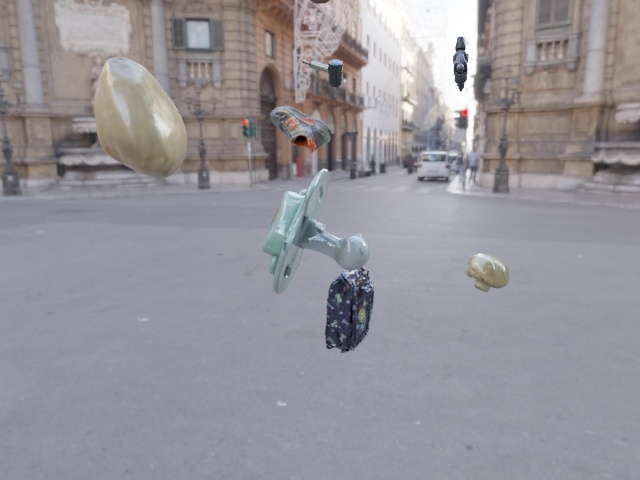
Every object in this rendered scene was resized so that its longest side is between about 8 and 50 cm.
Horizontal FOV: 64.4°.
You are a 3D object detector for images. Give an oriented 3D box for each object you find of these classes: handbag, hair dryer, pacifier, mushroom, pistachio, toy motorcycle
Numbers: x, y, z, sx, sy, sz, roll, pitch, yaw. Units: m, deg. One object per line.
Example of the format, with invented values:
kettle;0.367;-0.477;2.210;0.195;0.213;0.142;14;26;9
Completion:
handbag;0.091;0.208;1.523;0.113;0.260;0.162;10;16;24
hair dryer;0.004;-0.709;2.097;0.197;0.100;0.057;27;49;22
pacifier;0.000;0.000;1.316;0.269;0.343;0.288;24;-8;7
mushroom;0.522;0.102;1.588;0.148;0.112;0.148;27;-4;2
pistachio;-0.472;-0.310;1.316;0.214;0.318;0.193;-20;11;-12
toy motorcycle;0.513;-0.646;1.862;0.061;0.193;0.124;1;13;17

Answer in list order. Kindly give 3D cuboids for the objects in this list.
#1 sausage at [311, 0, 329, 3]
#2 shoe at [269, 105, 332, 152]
sausage;-0.010;-0.930;1.708;0.109;0.109;0.270;0;-21;1
shoe;-0.066;-0.288;1.321;0.194;0.074;0.077;27;66;25
